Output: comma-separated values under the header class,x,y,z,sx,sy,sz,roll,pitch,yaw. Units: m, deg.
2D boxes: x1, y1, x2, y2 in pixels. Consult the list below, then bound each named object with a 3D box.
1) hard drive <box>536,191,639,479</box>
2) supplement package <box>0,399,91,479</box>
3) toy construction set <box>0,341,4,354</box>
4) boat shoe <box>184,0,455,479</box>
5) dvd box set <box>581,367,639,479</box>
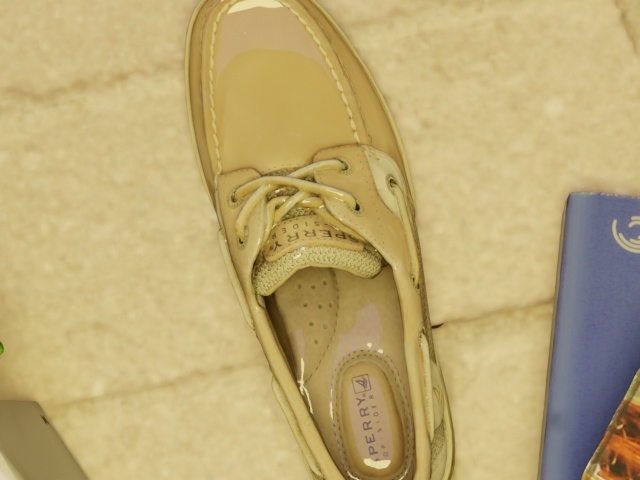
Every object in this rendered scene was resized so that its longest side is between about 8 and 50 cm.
class,x,y,z,sx,sy,sz,roll,pitch,yaw
hard drive,0.210,0.136,0.887,0.210,0.040,0.319,7,65,4
supplement package,-0.185,0.213,0.902,0.203,0.149,0.194,-36,83,0
toy construction set,-0.263,-0.025,0.888,0.151,0.215,0.328,-21,67,5
boat shoe,0.000,0.000,0.938,0.109,0.098,0.302,-15,83,2
dvd box set,0.371,0.091,0.845,0.420,0.062,0.308,27,68,14
